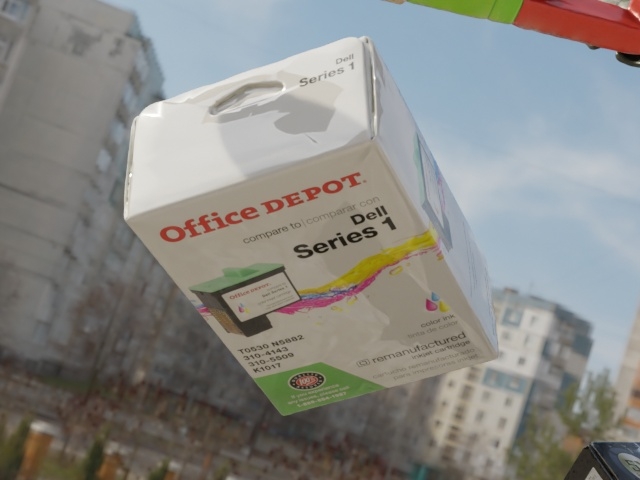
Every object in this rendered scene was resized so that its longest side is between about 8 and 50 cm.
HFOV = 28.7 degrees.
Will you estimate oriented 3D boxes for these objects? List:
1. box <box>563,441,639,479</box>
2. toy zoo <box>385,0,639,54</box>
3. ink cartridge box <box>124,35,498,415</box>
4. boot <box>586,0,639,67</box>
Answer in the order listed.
[{"bbox_3d":[0.234,0.241,0.941,0.147,0.180,0.077,6,33,-29],"label":"box"},{"bbox_3d":[0.181,-0.167,0.545,0.293,0.192,0.030,7,34,-27],"label":"toy zoo"},{"bbox_3d":[0.000,0.000,0.988,0.201,0.117,0.278,-17,-44,17],"label":"ink cartridge box"},{"bbox_3d":[0.300,-0.262,1.229,0.083,0.161,0.246,63,-6,-34],"label":"boot"}]
